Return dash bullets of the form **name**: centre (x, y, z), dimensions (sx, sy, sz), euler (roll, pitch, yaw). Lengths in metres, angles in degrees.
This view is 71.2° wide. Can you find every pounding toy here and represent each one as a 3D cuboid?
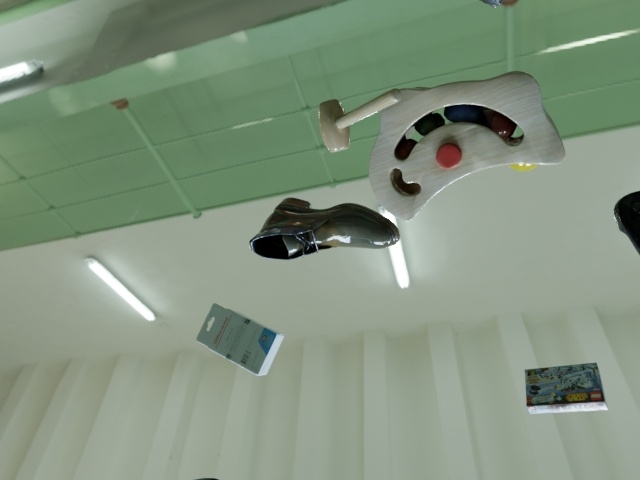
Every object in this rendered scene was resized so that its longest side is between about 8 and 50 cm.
- **pounding toy**: centre (0.125, -0.097, 0.507), dimensions (0.269, 0.154, 0.155), euler (-1, -162, 26)

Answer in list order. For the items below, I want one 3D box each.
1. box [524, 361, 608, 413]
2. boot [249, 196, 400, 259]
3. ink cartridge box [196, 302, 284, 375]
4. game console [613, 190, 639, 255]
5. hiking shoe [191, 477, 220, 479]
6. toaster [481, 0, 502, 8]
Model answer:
- **box**: centre (0.478, 0.291, 0.880), dimensions (0.136, 0.027, 0.094), euler (-17, -154, 31)
- **boot**: centre (0.000, 0.000, 0.653), dimensions (0.219, 0.082, 0.106), euler (10, -139, 34)
- **ink cartridge box**: centre (-0.190, 0.230, 1.057), dimensions (0.180, 0.060, 0.104), euler (23, -96, 18)
- **game console**: centre (0.507, -0.029, 0.478), dimensions (0.360, 0.044, 0.213), euler (-13, -126, -4)
- **hiking shoe**: centre (-0.275, 0.503, 0.815), dimensions (0.132, 0.304, 0.113), euler (-38, -120, 27)
- **toaster**: centre (0.032, -0.198, 0.195), dimensions (0.167, 0.186, 0.110), euler (-5, -95, -4)
